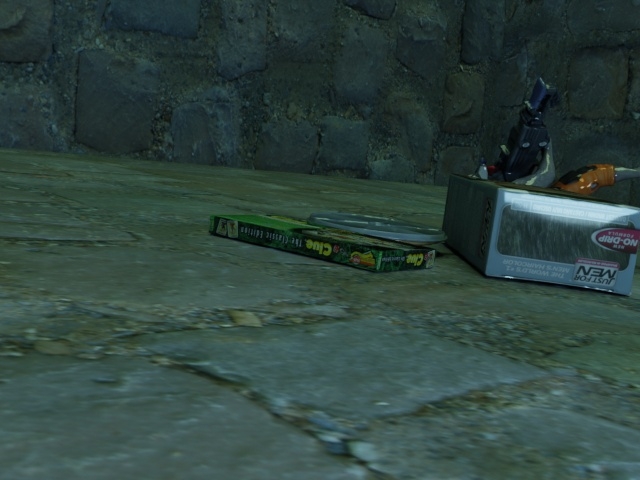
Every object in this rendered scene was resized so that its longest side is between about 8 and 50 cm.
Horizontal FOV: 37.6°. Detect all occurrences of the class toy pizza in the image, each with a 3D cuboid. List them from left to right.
[{"bbox_3d":[0.078,-0.009,1.331,0.201,0.032,0.201,7,8,-1],"label":"toy pizza"}]

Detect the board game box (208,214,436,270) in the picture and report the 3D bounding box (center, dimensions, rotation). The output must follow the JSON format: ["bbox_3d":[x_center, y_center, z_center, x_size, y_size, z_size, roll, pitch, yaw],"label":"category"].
[{"bbox_3d":[0.000,0.000,1.179,0.259,0.030,0.136,12,10,35],"label":"board game box"}]

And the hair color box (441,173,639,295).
[{"bbox_3d":[0.291,-0.020,1.316,0.185,0.114,0.374,8,7,-2],"label":"hair color box"}]

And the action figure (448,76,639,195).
[{"bbox_3d":[0.380,-0.086,1.546,0.330,0.341,0.179,0,46,-4],"label":"action figure"}]
